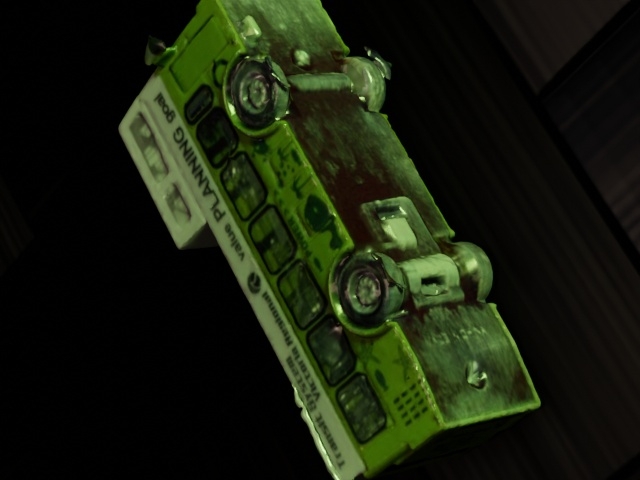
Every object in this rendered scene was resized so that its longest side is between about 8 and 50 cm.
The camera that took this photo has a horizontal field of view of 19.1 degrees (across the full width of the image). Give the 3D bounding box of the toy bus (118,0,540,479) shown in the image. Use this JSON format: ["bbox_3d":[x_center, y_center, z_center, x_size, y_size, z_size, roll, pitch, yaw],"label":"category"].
[{"bbox_3d":[0.000,0.000,1.130,0.139,0.113,0.301,-45,65,38],"label":"toy bus"}]
